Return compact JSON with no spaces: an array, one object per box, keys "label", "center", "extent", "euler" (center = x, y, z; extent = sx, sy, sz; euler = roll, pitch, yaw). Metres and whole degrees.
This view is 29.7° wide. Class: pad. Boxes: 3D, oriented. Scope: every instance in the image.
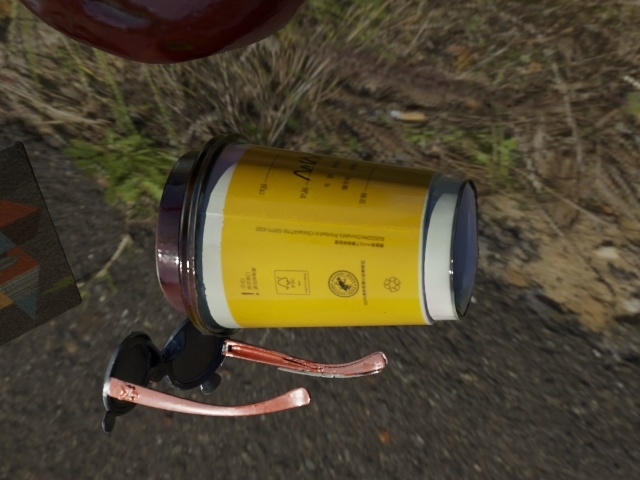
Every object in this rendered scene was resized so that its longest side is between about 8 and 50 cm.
[{"label":"pad","center":[-0.327,0.016,1.196],"extent":[0.143,0.003,0.211],"euler":[-29,131,-20]}]

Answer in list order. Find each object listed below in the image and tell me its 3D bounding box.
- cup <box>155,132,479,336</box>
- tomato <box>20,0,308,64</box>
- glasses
[{"label":"cup","center":[0.000,0.000,1.121],"extent":[0.280,0.196,0.196],"euler":[3,94,16]},{"label":"tomato","center":[-0.124,-0.318,0.988],"extent":[0.325,0.290,0.293],"euler":[38,48,-13]},{"label":"glasses","center":[-0.089,0.169,1.362],"extent":[0.268,0.234,0.118],"euler":[12,102,30]}]
